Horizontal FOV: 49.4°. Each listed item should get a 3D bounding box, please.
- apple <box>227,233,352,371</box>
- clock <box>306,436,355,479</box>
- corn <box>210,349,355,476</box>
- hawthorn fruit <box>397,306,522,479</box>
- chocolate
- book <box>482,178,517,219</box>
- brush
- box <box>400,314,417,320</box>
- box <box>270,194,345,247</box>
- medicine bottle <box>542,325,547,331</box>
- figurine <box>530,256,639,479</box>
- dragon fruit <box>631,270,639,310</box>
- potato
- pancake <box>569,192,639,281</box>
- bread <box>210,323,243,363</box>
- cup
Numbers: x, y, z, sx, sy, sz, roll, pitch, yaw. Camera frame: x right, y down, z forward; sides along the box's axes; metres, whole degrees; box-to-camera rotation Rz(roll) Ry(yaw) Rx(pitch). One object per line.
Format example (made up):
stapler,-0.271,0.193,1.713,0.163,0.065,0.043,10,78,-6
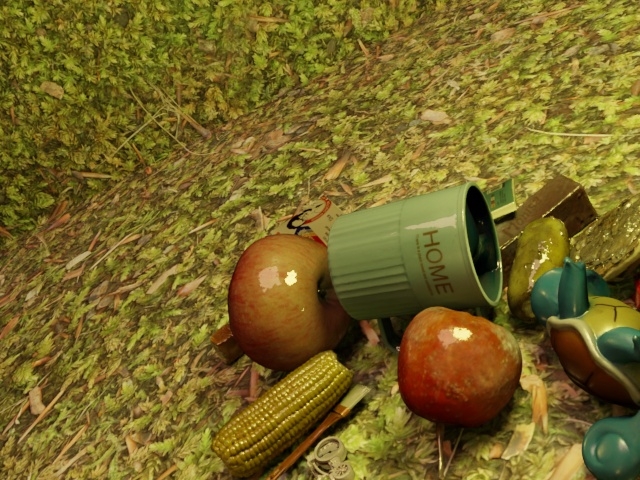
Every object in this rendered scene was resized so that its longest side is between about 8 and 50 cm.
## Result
apple,-0.063,0.143,1.671,0.269,0.345,0.345,-1,41,26
clock,0.022,0.454,1.407,0.087,0.041,0.129,-32,25,-7
corn,-0.078,0.374,1.521,0.344,0.131,0.131,-39,31,-9
hawthorn fruit,0.244,0.244,1.327,0.263,0.231,0.235,-30,19,-8
chocolate,0.490,-0.026,1.615,0.321,0.112,0.112,-35,33,-6
book,0.315,-0.042,1.756,0.379,0.031,0.264,-25,9,21
brush,-0.015,0.421,1.484,0.314,0.017,0.090,-42,4,-15
box,0.244,0.101,1.700,0.141,0.058,0.201,11,51,49
box,0.000,0.000,2.058,0.214,0.069,0.353,-35,29,-5
medicine bottle,0.493,0.149,1.415,0.052,0.052,0.089,10,51,49
figurine,0.516,0.191,1.197,0.243,0.298,0.416,-51,29,38
dragon fruit,0.665,0.074,1.319,0.153,0.111,0.153,-25,34,18
potato,0.465,0.063,1.478,0.113,0.149,0.251,16,63,2
pancake,0.613,-0.010,1.440,0.282,0.049,0.282,-51,3,3
bread,-0.251,0.276,1.862,0.070,0.083,0.076,-32,33,-19
cup,0.215,0.056,1.503,0.311,0.331,0.257,-11,43,27
